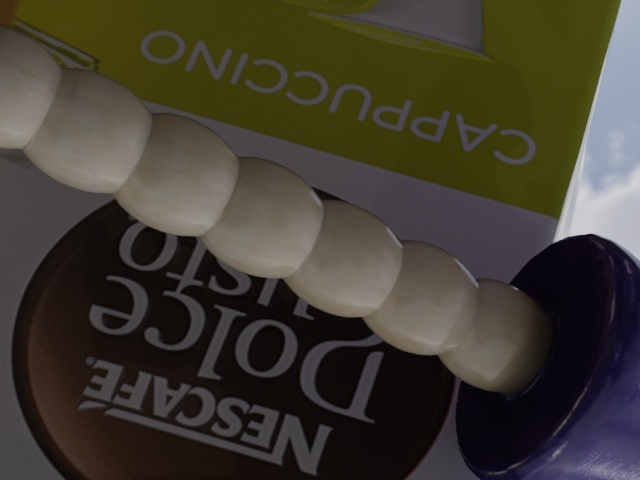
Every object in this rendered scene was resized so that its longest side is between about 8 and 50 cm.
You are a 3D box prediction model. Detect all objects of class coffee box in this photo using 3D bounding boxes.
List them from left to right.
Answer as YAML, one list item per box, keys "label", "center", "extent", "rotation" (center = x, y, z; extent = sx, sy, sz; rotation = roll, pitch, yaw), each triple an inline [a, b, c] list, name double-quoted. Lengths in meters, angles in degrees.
- label: "coffee box"
  center: [-0.089, 0.057, 0.732]
  extent: [0.338, 0.338, 0.334]
  rotation: [15, -128, 8]

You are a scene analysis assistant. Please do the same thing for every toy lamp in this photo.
- label: "toy lamp"
  center: [0.000, 0.000, 0.475]
  extent: [0.080, 0.275, 0.080]
  rotation: [-48, -155, 31]
